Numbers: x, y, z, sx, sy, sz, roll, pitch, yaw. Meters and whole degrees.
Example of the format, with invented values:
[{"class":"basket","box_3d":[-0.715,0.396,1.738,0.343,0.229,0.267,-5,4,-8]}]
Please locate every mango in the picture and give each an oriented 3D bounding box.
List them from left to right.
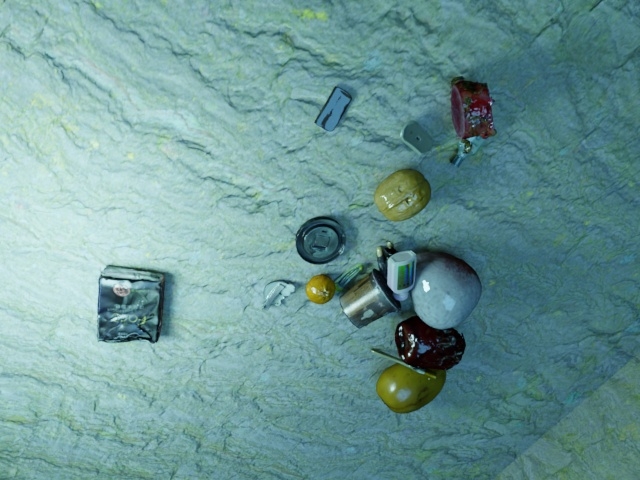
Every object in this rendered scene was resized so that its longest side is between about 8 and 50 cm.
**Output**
[{"class":"mango","box_3d":[0.468,0.734,2.249,0.378,0.221,0.263,-15,114,-14]}]

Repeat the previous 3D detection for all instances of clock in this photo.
[{"class":"clock","box_3d":[0.000,0.000,1.850,0.215,0.042,0.214,-5,119,-9]}]

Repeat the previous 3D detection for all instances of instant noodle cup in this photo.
[{"class":"instant noodle cup","box_3d":[0.215,0.266,1.952,0.207,0.217,0.217,-35,119,15]}]

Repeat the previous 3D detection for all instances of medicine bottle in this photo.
[{"class":"medicine bottle","box_3d":[0.339,0.153,1.848,0.115,0.078,0.219,-19,128,-20]},{"class":"medicine bottle","box_3d":[0.599,-0.389,1.763,0.090,0.053,0.208,26,110,-23]}]

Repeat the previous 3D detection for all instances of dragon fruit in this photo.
[{"class":"dragon fruit","box_3d":[0.569,-0.470,1.620,0.147,0.211,0.282,-12,91,6]}]

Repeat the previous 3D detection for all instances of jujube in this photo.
[{"class":"jujube","box_3d":[0.526,0.498,2.122,0.377,0.258,0.258,22,111,-20]}]

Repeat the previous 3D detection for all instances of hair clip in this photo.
[{"class":"hair clip","box_3d":[-0.197,0.234,1.931,0.116,0.049,0.172,31,105,-29]},{"class":"hair clip","box_3d":[0.119,0.166,1.970,0.060,0.033,0.188,38,107,-24]}]

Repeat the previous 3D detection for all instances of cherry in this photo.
[{"class":"cherry","box_3d":[0.530,0.220,1.943,0.335,0.291,0.326,26,79,-24]}]

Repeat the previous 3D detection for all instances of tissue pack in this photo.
[{"class":"tissue pack","box_3d":[-0.764,0.273,1.786,0.245,0.123,0.332,9,116,-14]}]

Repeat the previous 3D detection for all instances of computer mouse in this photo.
[{"class":"computer mouse","box_3d":[0.371,-0.397,1.709,0.182,0.056,0.089,32,106,-31]}]

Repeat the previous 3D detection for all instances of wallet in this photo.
[{"class":"wallet","box_3d":[0.048,-0.478,1.616,0.082,0.018,0.156,24,110,-22]}]

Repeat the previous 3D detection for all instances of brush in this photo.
[{"class":"brush","box_3d":[0.405,0.599,2.168,0.337,0.085,0.020,20,97,15]}]

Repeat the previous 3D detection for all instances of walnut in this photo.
[{"class":"walnut","box_3d":[0.324,-0.180,1.746,0.226,0.193,0.193,-28,120,7]}]

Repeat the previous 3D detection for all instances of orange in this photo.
[{"class":"orange","box_3d":[0.001,0.216,1.924,0.136,0.117,0.135,-2,117,-4]}]

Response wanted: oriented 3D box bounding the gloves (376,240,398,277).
[{"class":"gloves","box_3d":[0.314,0.076,1.920,0.106,0.129,0.180,-12,126,-16]}]
